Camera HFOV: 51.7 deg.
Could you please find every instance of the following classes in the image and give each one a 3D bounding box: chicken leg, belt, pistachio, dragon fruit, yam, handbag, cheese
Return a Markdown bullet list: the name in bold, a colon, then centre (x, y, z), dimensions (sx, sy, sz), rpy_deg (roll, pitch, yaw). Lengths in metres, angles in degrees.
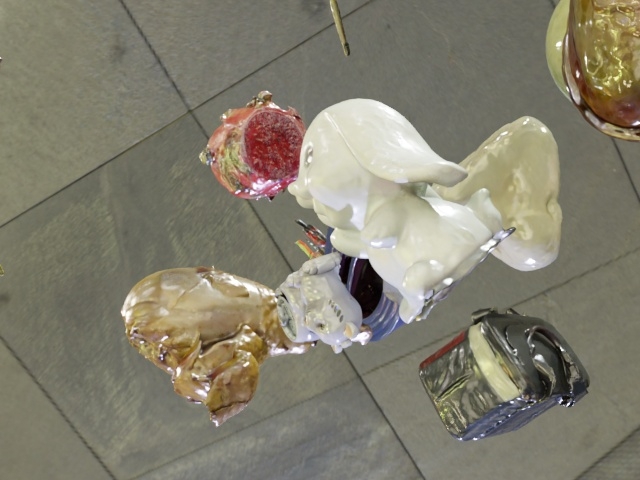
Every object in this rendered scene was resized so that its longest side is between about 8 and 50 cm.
- **chicken leg**: centre (-0.114, 0.169, 1.047), dimensions (0.409, 0.295, 0.182), rpy_deg (4, 122, -10)
- **belt**: centre (0.111, 0.042, 1.195), dimensions (0.212, 0.117, 0.347), rpy_deg (48, 147, 28)
- **pistachio**: centre (0.298, -0.194, 0.624), dimensions (0.130, 0.165, 0.210), rpy_deg (-1, 80, -33)
- **dragon fruit**: centre (-0.112, -0.204, 1.418), dimensions (0.282, 0.147, 0.211), rpy_deg (-3, 75, -28)
- **yam**: centre (0.036, -0.392, 1.213), dimensions (0.014, 0.014, 0.107), rpy_deg (-15, 99, 10)
- **handbag**: centre (0.295, 0.203, 1.048), dimensions (0.254, 0.181, 0.181), rpy_deg (11, 134, -46)
- **cheese**: centre (0.341, -0.088, 1.185), dimensions (0.251, 0.173, 0.248), rpy_deg (36, 82, 0)

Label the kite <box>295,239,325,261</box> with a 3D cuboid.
- **kite**: centre (-0.001, 0.070, 1.748), dimensions (0.183, 0.014, 0.241), rpy_deg (44, 107, -2)

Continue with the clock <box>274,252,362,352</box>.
- **clock**: centre (-0.002, 0.100, 0.897), dimensions (0.080, 0.176, 0.117), rpy_deg (-16, 76, -24)

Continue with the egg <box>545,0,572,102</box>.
- **egg**: centre (0.473, -0.290, 1.010), dimensions (0.295, 0.218, 0.218), rpy_deg (16, 118, -45)

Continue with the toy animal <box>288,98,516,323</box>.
- **toy animal**: centre (0.096, -0.046, 0.798), dimensions (0.174, 0.249, 0.289), rpy_deg (-40, 97, -10)

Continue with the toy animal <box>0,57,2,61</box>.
- **toy animal**: centre (-0.837, -0.358, 1.442), dimensions (0.275, 0.054, 0.149), rpy_deg (-33, 135, -18)

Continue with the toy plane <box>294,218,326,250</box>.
- **toy plane**: centre (0.000, 0.000, 1.542), dimensions (0.037, 0.060, 0.145), rpy_deg (-43, 61, -9)

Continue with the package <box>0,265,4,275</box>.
- **package**: centre (-0.582, -0.011, 0.953), dimensions (0.226, 0.090, 0.168), rpy_deg (-2, 129, 10)
